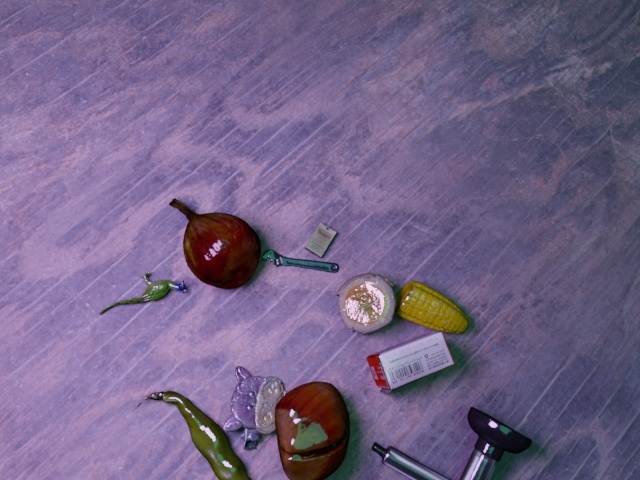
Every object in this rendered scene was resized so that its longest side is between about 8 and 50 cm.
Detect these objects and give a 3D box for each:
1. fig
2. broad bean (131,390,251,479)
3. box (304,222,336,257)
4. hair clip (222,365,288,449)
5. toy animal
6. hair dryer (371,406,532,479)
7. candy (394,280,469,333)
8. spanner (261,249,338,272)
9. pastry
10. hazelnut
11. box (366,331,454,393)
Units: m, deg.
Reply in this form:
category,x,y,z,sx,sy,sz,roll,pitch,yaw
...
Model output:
category,x,y,z,sx,sy,sz,roll,pitch,yaw
fig,-0.293,0.007,1.241,0.290,0.190,0.191,20,73,15
broad bean,-0.284,0.458,1.170,0.318,0.056,0.098,35,79,8
box,0.000,0.000,1.347,0.053,0.024,0.083,33,72,1
hair clip,-0.153,0.407,1.202,0.146,0.056,0.187,14,71,-11
toy animal,-0.448,0.121,1.243,0.217,0.041,0.075,-14,79,-7
hair dryer,0.303,0.523,1.191,0.284,0.156,0.320,39,82,-8
candy,0.296,0.184,1.306,0.199,0.094,0.106,26,108,-5
spanner,-0.053,0.058,1.330,0.208,0.012,0.046,8,73,-6
pastry,0.118,0.159,1.277,0.166,0.088,0.166,-2,77,9
hazelnut,-0.011,0.434,1.146,0.181,0.181,0.212,-7,96,-13
box,0.220,0.303,1.243,0.182,0.133,0.099,-18,78,-14
